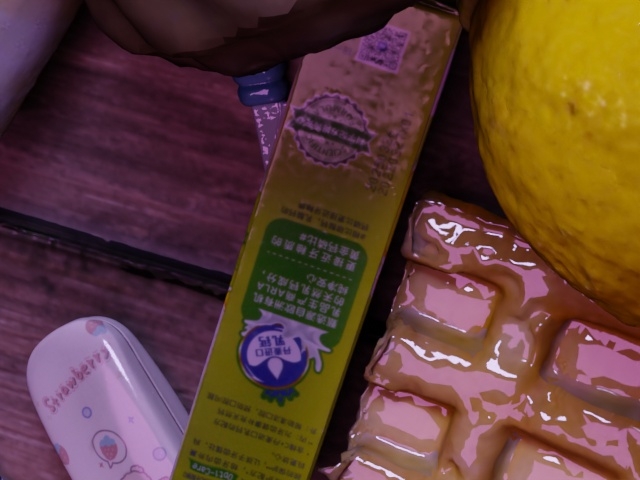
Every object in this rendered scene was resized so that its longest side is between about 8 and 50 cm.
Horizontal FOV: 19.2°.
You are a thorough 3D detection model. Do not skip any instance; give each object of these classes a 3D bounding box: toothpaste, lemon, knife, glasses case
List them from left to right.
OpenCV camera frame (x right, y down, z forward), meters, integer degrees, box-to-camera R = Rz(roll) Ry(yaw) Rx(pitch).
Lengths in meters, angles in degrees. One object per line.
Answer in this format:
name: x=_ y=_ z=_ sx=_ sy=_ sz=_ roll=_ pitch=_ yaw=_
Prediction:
glasses case: x=-0.108 y=0.141 z=1.160 sx=0.081 sy=0.051 sz=0.204 roll=-35 pitch=86 yaw=28
knife: x=-0.019 y=-0.063 z=1.092 sx=0.058 sy=0.032 sz=0.244 roll=-13 pitch=100 yaw=17
toothpaste: x=0.000 y=0.000 z=1.040 sx=0.077 sy=0.110 sz=0.327 roll=18 pitch=109 yaw=0
lemon: x=0.212 y=-0.064 z=0.866 sx=0.320 sy=0.245 sz=0.245 roll=23 pitch=110 yaw=14

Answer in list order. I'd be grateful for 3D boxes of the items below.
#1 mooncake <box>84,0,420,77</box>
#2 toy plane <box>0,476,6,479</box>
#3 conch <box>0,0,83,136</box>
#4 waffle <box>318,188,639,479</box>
mooncake: x=-0.004 y=-0.220 z=0.883 sx=0.324 sy=0.324 sz=0.187 roll=-25 pitch=114 yaw=27
toy plane: x=-0.235 y=0.125 z=1.221 sx=0.062 sy=0.054 sz=0.167 roll=-1 pitch=103 yaw=-1
conch: x=-0.200 y=-0.148 z=1.123 sx=0.255 sy=0.127 sz=0.158 roll=-36 pitch=71 yaw=2
waffle: x=0.138 y=0.178 z=1.019 sx=0.304 sy=0.077 sz=0.348 roll=23 pitch=101 yaw=17
